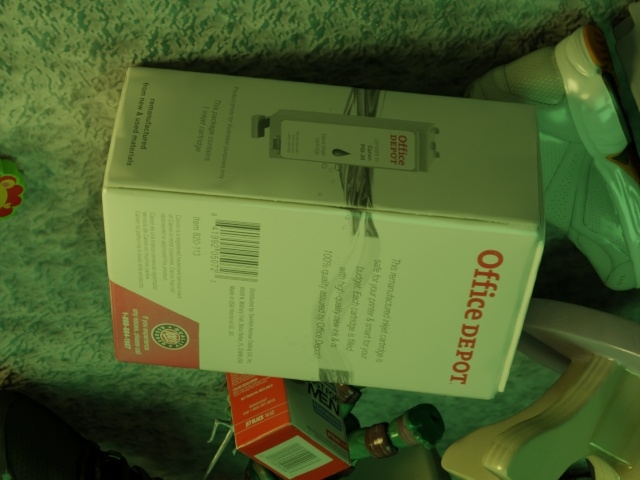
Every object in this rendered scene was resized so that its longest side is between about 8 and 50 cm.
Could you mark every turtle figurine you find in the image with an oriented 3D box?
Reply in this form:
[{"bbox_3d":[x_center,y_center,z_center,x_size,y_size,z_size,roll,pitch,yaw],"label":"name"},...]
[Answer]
[{"bbox_3d":[-0.010,0.185,1.404,0.234,0.118,0.175,-38,98,27],"label":"turtle figurine"}]

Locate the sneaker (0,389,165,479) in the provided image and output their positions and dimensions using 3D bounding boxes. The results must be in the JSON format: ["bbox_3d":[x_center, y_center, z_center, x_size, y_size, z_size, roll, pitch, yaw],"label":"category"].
[{"bbox_3d":[-0.161,0.229,1.345,0.140,0.125,0.341,-28,122,29],"label":"sneaker"}]

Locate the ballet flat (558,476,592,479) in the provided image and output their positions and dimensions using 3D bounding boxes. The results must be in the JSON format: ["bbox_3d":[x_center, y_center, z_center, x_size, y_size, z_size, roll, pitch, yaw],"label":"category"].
[{"bbox_3d":[0.299,0.285,1.685,0.067,0.073,0.206,-49,141,1],"label":"ballet flat"}]

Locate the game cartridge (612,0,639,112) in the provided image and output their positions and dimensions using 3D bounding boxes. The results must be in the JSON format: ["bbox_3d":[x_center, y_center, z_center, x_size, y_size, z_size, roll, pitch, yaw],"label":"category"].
[{"bbox_3d":[0.335,-0.147,0.998,0.297,0.198,0.062,-34,139,26],"label":"game cartridge"}]

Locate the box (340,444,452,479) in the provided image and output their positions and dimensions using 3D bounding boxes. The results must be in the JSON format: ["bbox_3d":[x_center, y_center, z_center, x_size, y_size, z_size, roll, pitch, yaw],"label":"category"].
[{"bbox_3d":[0.092,0.348,1.480,0.121,0.311,0.148,-20,143,7],"label":"box"}]

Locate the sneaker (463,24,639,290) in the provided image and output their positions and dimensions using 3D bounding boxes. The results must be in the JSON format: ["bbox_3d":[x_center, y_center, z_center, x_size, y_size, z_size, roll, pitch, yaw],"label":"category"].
[{"bbox_3d":[0.177,-0.050,1.179,0.121,0.099,0.262,-14,137,13],"label":"sneaker"}]

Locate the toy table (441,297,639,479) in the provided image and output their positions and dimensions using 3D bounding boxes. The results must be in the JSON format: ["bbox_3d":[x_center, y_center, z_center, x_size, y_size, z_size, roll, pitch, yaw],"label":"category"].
[{"bbox_3d":[0.235,0.161,1.285,0.252,0.160,0.274,36,167,-34],"label":"toy table"}]

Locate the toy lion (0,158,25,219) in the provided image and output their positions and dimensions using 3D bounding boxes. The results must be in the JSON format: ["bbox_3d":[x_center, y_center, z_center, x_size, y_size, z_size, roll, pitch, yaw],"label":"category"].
[{"bbox_3d":[-0.261,-0.028,1.110,0.096,0.034,0.100,16,135,-44],"label":"toy lion"}]

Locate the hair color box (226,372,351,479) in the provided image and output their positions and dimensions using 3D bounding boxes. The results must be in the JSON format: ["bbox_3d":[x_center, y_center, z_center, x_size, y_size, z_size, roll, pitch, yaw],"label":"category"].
[{"bbox_3d":[-0.031,0.096,1.228,0.053,0.167,0.093,-27,141,19],"label":"hair color box"}]

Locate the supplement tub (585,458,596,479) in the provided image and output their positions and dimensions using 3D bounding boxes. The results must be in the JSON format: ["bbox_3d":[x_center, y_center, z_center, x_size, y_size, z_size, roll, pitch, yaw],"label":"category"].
[{"bbox_3d":[0.355,0.236,1.448,0.191,0.272,0.191,-9,143,-7],"label":"supplement tub"}]

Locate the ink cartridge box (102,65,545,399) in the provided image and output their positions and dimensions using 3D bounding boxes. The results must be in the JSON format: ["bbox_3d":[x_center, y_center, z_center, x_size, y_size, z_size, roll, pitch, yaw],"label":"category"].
[{"bbox_3d":[0.000,0.000,1.099,0.283,0.117,0.207,6,142,0],"label":"ink cartridge box"}]
